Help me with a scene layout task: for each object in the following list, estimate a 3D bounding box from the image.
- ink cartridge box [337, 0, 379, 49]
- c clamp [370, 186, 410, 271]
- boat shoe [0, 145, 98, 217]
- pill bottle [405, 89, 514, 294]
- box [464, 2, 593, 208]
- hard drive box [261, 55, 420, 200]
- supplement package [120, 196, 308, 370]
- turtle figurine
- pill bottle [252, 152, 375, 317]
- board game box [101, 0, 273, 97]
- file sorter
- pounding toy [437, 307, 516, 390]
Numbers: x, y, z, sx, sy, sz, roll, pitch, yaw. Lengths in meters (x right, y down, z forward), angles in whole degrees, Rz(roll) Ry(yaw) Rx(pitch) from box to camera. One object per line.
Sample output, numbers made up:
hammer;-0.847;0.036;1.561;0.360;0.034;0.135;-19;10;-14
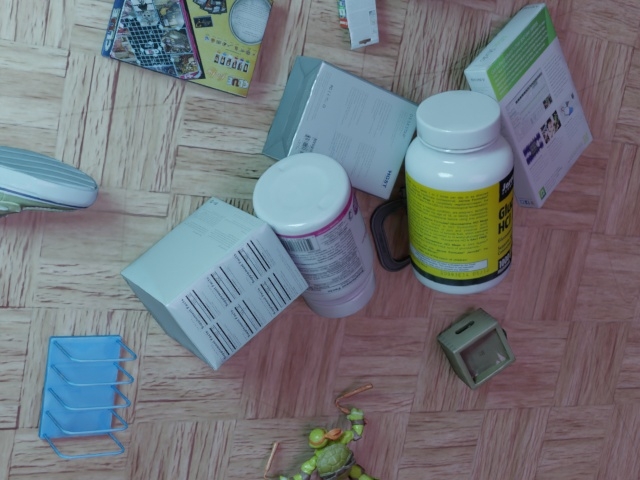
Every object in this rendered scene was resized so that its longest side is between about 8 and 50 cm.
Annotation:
ink cartridge box;0.063;-0.391;1.785;0.063;0.029;0.115;-20;115;-27
c clamp;0.157;-0.024;1.957;0.137;0.022;0.160;-22;114;-26
boat shoe;-0.475;-0.080;1.497;0.302;0.109;0.094;11;113;-26
pill bottle;0.245;-0.084;1.827;0.188;0.188;0.334;-26;131;-24
box;0.407;-0.257;2.000;0.232;0.058;0.322;-47;126;-30
hard drive box;0.040;-0.191;1.792;0.232;0.089;0.181;19;93;-35
supplement package;-0.170;0.064;1.665;0.203;0.194;0.149;-41;121;-16
turtle figurine;0.039;0.415;1.968;0.269;0.087;0.217;-41;122;-17
pill bottle;0.000;0.000;1.738;0.160;0.160;0.283;-42;144;-16
board game box;-0.204;-0.332;1.621;0.243;0.042;0.165;13;96;-35
file sorter;-0.365;0.247;1.649;0.118;0.104;0.170;2;102;-34
pounding toy;0.324;0.211;2.101;0.141;0.100;0.130;-34;119;-8
